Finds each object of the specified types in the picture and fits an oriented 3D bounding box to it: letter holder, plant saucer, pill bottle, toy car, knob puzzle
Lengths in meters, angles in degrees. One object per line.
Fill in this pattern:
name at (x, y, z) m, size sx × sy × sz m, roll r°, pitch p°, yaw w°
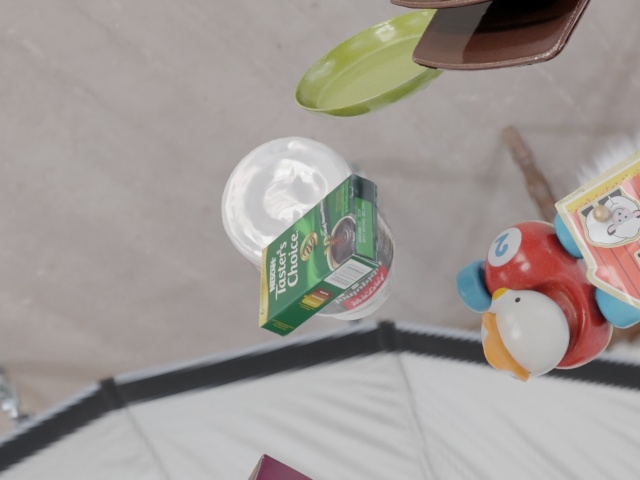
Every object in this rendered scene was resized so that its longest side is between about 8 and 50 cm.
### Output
letter holder at (0.171, -0.317, 1.542) m, size 0.152 × 0.302 × 0.214 m, roll 31°, pitch 81°, yaw -26°
plant saucer at (0.081, -0.223, 1.769) m, size 0.241 × 0.241 × 0.037 m, roll -24°, pitch 117°, yaw 8°
pill bottle at (0.000, 0.000, 1.821) m, size 0.176 × 0.176 × 0.318 m, roll -24°, pitch 155°, yaw 8°
toy car at (0.268, 0.092, 1.785) m, size 0.219 × 0.210 × 0.238 m, roll -33°, pitch 176°, yaw 36°
knob puzzle at (0.379, -0.006, 1.508) m, size 0.213 × 0.213 × 0.030 m, roll -27°, pitch 166°, yaw 11°

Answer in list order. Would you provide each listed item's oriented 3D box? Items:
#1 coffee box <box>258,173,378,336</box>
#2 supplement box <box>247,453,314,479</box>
coffee box at (-0.004, 0.020, 1.524) m, size 0.040 × 0.113 × 0.184 m, roll 22°, pitch 141°, yaw -28°
supplement box at (-0.084, 0.368, 1.647) m, size 0.080 × 0.104 × 0.188 m, roll 29°, pitch 111°, yaw -2°
